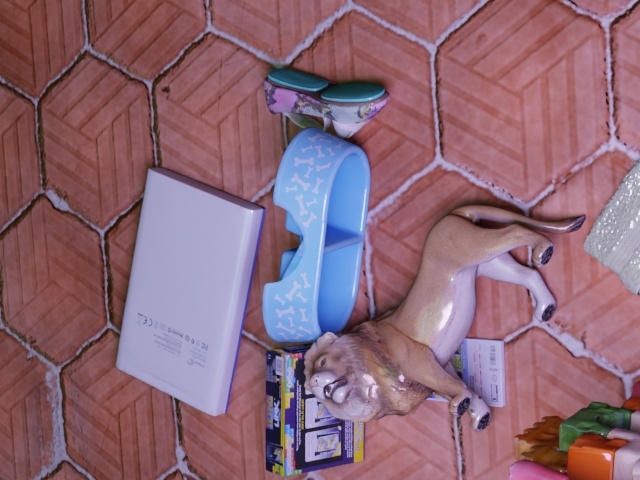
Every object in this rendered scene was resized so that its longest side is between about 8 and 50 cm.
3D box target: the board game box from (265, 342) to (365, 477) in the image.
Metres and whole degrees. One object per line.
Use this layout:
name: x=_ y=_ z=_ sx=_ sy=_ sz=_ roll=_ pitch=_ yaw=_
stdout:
board game box: x=-0.006 y=0.225 z=2.152 sx=0.048 sy=0.141 sz=0.170 roll=10 pitch=101 yaw=51

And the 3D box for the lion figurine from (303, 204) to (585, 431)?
lion figurine: x=0.152 y=0.085 z=2.025 sx=0.240 sy=0.142 sz=0.392 roll=36 pitch=94 yaw=35

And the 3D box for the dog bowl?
dog bowl: x=0.000 y=0.000 z=2.118 sx=0.074 sy=0.166 sz=0.297 roll=12 pitch=103 yaw=24

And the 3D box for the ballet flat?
ballet flat: x=0.011 y=-0.181 z=2.144 sx=0.222 sy=0.077 sz=0.079 roll=15 pitch=123 yaw=41

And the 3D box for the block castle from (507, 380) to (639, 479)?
block castle: x=0.315 y=0.339 z=1.727 sx=0.213 sy=0.453 sz=0.303 roll=10 pitch=103 yaw=29

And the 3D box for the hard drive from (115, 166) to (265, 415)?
hard drive: x=-0.197 y=0.074 z=2.347 sx=0.210 sy=0.040 sz=0.318 roll=22 pitch=109 yaw=34

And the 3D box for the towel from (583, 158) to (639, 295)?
towel: x=0.385 y=-0.018 z=1.895 sx=0.110 sy=0.027 sz=0.148 roll=44 pitch=120 yaw=26

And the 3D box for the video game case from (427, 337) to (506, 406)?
video game case: x=0.188 y=0.171 z=2.080 sx=0.122 sy=0.011 sz=0.087 roll=2 pitch=97 yaw=37
